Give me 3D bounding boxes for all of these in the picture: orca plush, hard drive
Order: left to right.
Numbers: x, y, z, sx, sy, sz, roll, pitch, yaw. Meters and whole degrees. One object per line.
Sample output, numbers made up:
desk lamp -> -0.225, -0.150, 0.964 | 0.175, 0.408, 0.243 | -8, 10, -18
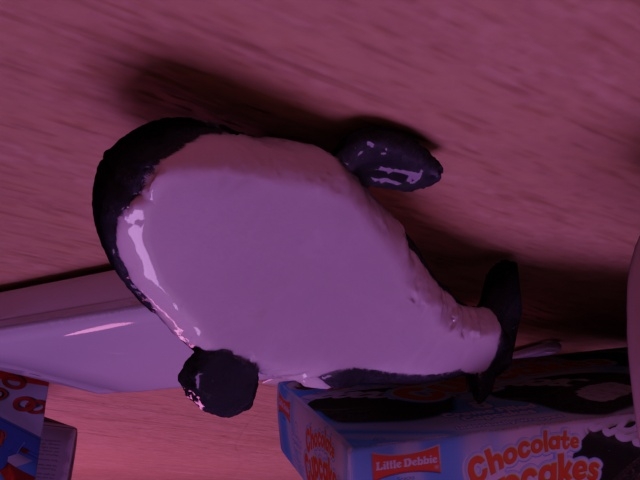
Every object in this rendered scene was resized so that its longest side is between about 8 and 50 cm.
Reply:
hard drive -> -0.113, 0.070, 0.650 | 0.308, 0.040, 0.203 | -10, 157, 30
orca plush -> 0.000, 0.000, 0.441 | 0.287, 0.102, 0.151 | 7, 116, -41

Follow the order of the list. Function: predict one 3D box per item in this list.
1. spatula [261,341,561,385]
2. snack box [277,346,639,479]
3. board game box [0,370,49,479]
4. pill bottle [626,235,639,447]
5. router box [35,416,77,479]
spatula -> 0.080, 0.107, 0.771 | 0.168, 0.019, 0.242 | 16, 152, -30
snack box -> 0.146, 0.121, 0.582 | 0.322, 0.060, 0.187 | -4, -178, -15
board game box -> -0.377, 0.202, 0.652 | 0.308, 0.302, 0.086 | 16, 155, -35
pill bottle -> 0.320, 0.044, 0.312 | 0.361, 0.204, 0.204 | -15, 154, 37
router box -> -0.447, 0.197, 0.877 | 0.335, 0.082, 0.301 | 13, 168, -27
